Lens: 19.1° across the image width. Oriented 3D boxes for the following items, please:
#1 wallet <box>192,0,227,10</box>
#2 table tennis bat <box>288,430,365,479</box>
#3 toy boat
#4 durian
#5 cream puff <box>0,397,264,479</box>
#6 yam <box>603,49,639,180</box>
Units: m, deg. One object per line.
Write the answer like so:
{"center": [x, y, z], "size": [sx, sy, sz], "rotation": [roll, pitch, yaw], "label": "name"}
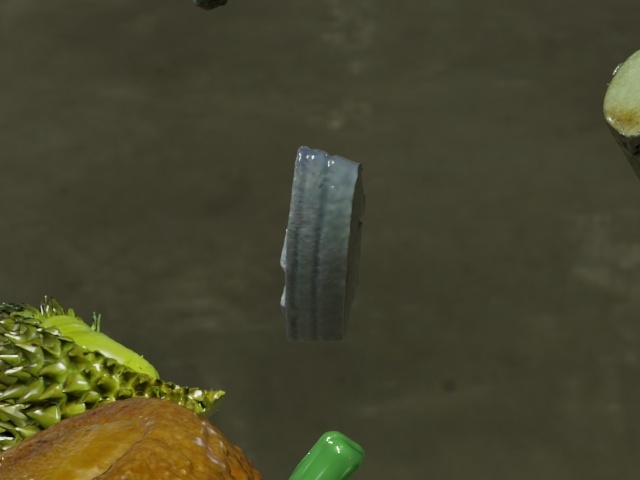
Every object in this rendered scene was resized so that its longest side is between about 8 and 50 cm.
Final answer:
{"center": [-0.126, -0.381, 1.778], "size": [0.044, 0.169, 0.317], "rotation": [-4, 54, -19], "label": "wallet"}
{"center": [-0.057, 0.252, 1.461], "size": [0.257, 0.160, 0.039], "rotation": [-51, 30, 1], "label": "table tennis bat"}
{"center": [0.000, 0.000, 2.023], "size": [0.078, 0.283, 0.127], "rotation": [11, 53, 6], "label": "toy boat"}
{"center": [-0.221, 0.143, 1.693], "size": [0.169, 0.158, 0.352], "rotation": [8, 3, -29], "label": "durian"}
{"center": [-0.151, 0.228, 1.127], "size": [0.303, 0.212, 0.303], "rotation": [-29, 8, 4], "label": "cream puff"}
{"center": [0.376, -0.058, 1.688], "size": [0.168, 0.304, 0.168], "rotation": [-24, 36, 19], "label": "yam"}
